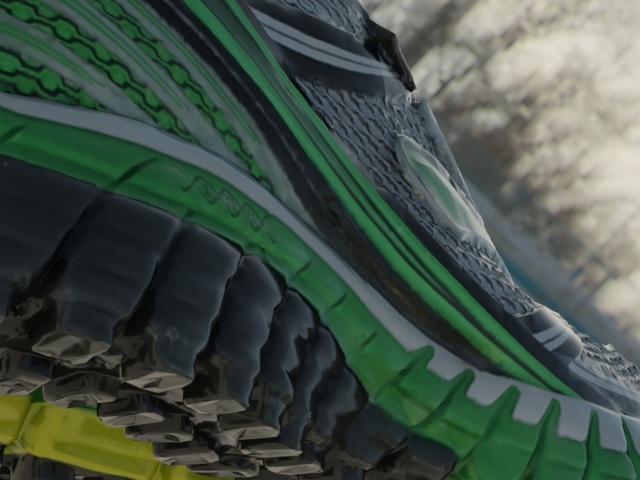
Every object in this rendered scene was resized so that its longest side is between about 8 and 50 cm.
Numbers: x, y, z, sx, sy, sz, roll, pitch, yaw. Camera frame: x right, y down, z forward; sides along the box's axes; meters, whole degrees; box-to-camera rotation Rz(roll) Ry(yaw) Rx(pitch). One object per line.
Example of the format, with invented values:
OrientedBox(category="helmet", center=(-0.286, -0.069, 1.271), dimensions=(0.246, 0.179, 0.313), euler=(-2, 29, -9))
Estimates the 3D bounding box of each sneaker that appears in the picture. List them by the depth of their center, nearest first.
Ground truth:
OrientedBox(category="sneaker", center=(0.000, 0.000, 0.484), dimensions=(0.134, 0.146, 0.343), euler=(-9, -23, 26))
